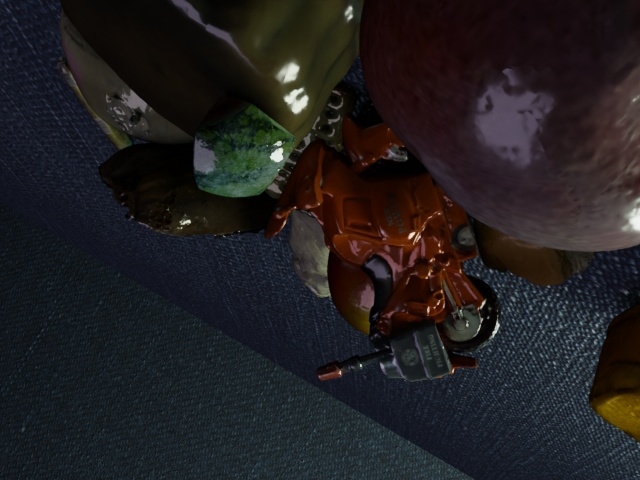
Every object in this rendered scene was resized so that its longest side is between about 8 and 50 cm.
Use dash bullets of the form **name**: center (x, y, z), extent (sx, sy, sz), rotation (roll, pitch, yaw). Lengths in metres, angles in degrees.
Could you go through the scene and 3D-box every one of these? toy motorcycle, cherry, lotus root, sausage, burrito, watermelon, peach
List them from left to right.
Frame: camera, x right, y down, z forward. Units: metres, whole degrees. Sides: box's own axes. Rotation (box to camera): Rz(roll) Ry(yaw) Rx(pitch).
- **sausage**: center (-0.390, -0.231, 1.458), extent (0.032, 0.033, 0.269), rotation (25, 161, 24)
- **lotus root**: center (-0.132, -0.087, 1.108), extent (0.167, 0.078, 0.329), rotation (47, -150, 16)
- **watermelon**: center (-0.072, -0.079, 0.734), extent (0.084, 0.092, 0.072), rotation (44, -167, -18)
- **burrito**: center (0.000, 0.000, 1.342), extent (0.117, 0.076, 0.392), rotation (36, 161, 11)
- **toy motorcycle**: center (0.062, 0.011, 0.923), extent (0.148, 0.221, 0.326), rotation (-67, -43, -73)
- **peach**: center (0.098, 0.029, 1.092), extent (0.197, 0.197, 0.197), rotation (29, 162, 11)
- **cherry**: center (0.143, -0.122, 0.559), extent (0.307, 0.221, 0.261), rotation (40, 171, 49)

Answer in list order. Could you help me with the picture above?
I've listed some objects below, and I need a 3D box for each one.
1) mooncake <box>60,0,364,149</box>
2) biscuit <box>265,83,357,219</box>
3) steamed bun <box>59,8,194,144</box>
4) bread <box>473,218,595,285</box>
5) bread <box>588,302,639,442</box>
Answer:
- **mooncake**: center (-0.101, -0.220, 0.793), extent (0.290, 0.161, 0.290), rotation (31, 162, 11)
- **biscuit**: center (-0.041, -0.123, 1.014), extent (0.144, 0.016, 0.203), rotation (22, 135, 2)
- **steamed bun**: center (-0.229, -0.209, 1.036), extent (0.238, 0.153, 0.170), rotation (25, 154, 26)
- **bread**: center (0.229, -0.003, 0.927), extent (0.125, 0.082, 0.106), rotation (21, 163, 39)
- **bread**: center (0.412, 0.154, 0.931), extent (0.195, 0.143, 0.270), rotation (27, 163, 9)
